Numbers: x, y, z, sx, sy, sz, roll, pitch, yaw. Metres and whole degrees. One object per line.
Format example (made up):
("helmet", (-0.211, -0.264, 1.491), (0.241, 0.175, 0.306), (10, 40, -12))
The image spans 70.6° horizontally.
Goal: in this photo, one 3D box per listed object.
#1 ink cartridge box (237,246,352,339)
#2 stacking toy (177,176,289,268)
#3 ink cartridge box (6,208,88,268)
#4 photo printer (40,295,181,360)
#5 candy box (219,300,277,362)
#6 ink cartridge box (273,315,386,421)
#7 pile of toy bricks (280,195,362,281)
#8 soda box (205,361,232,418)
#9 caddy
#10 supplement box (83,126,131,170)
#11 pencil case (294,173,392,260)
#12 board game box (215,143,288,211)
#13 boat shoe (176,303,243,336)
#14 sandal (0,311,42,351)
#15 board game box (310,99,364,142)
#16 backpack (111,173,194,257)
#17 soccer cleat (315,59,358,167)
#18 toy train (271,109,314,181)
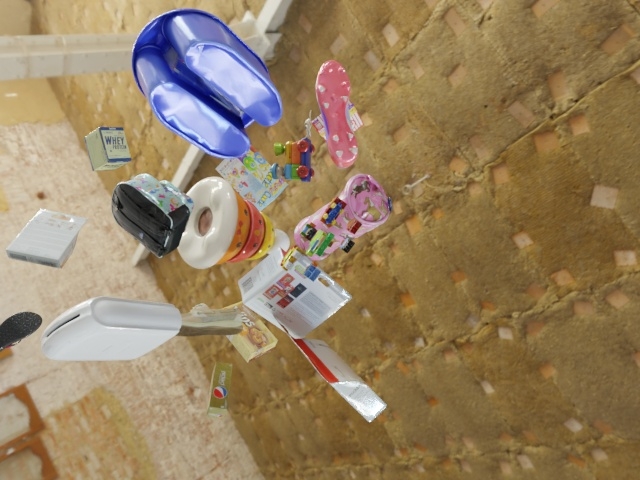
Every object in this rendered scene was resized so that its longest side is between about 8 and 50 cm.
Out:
("ink cartridge box", (-0.085, 0.177, 1.622), (0.309, 0.272, 0.130), (44, 11, -37))
("stacking toy", (-0.302, -0.037, 1.831), (0.351, 0.480, 0.350), (-10, -106, 39))
("ink cartridge box", (-0.777, -0.007, 1.297), (0.146, 0.179, 0.045), (12, -49, -4))
("photo printer", (-0.594, 0.255, 1.278), (0.256, 0.307, 0.107), (-31, -117, 22))
("candy box", (-0.398, 0.475, 2.394), (0.316, 0.183, 0.087), (43, -55, 26))
("ink cartridge box", (0.027, 0.410, 1.541), (0.385, 0.091, 0.308), (53, -10, -29))
("pile of toy bricks", (0.000, 0.000, 1.101), (0.118, 0.212, 0.105), (37, 0, -16))
("soda box", (-0.340, 0.501, 1.521), (0.181, 0.061, 0.058), (-96, -157, -54))
("caddy", (-0.248, -0.348, 1.020), (0.241, 0.341, 0.179), (-42, -127, 14))
("supplement box", (-0.498, -0.214, 1.057), (0.083, 0.056, 0.083), (-13, -87, 38))
("pencil case", (0.054, -0.059, 1.401), (0.386, 0.167, 0.160), (-35, -109, 56))
("board game box", (-0.308, -0.289, 2.052), (0.275, 0.142, 0.144), (47, -50, -11))
("boat shoe", (-0.428, 0.281, 1.618), (0.109, 0.302, 0.098), (-49, -137, 50))
("sandal", (-0.793, 0.244, 1.139), (0.067, 0.179, 0.040), (49, -23, 5))
("board game box", (0.062, -0.403, 1.553), (0.147, 0.193, 0.045), (-36, -105, 11))
("backpack", (-0.570, -0.099, 1.529), (0.254, 0.191, 0.225), (33, -52, 2))
("soccer cleat", (0.035, -0.289, 1.052), (0.095, 0.083, 0.248), (141, -62, -79))
("toy train", (-0.100, -0.333, 1.604), (0.144, 0.105, 0.247), (2, -85, 13))
